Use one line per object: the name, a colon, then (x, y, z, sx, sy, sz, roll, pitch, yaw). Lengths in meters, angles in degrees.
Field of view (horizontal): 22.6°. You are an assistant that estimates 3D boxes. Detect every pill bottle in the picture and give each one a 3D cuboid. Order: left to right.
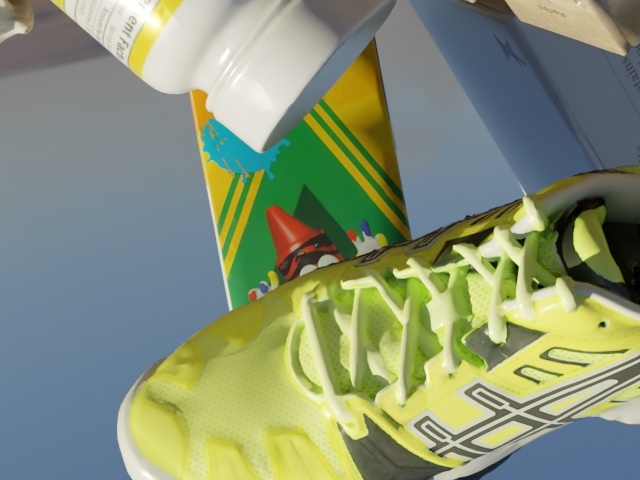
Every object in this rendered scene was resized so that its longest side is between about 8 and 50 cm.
pill bottle: (-0.074, -0.144, 0.748, 0.119, 0.208, 0.119, -49, 178, -2)

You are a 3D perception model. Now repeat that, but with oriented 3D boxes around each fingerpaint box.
fingerpaint box: (0.000, 0.000, 1.453, 0.163, 0.371, 0.445, -11, -179, 0)

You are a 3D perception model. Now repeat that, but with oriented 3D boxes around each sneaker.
sneaker: (0.080, 0.034, 0.795, 0.384, 0.145, 0.147, -18, 149, -3)

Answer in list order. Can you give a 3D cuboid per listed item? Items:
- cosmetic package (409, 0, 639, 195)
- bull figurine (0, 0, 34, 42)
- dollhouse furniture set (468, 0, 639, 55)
cosmetic package: (0.349, -0.232, 1.579, 0.393, 0.329, 0.327, -36, -155, -4)
bull figurine: (-0.369, -0.293, 1.382, 0.188, 0.310, 0.101, -49, -174, 40)
dollhouse furniture set: (0.087, -0.289, 0.825, 0.174, 0.355, 0.303, -47, -149, -6)
